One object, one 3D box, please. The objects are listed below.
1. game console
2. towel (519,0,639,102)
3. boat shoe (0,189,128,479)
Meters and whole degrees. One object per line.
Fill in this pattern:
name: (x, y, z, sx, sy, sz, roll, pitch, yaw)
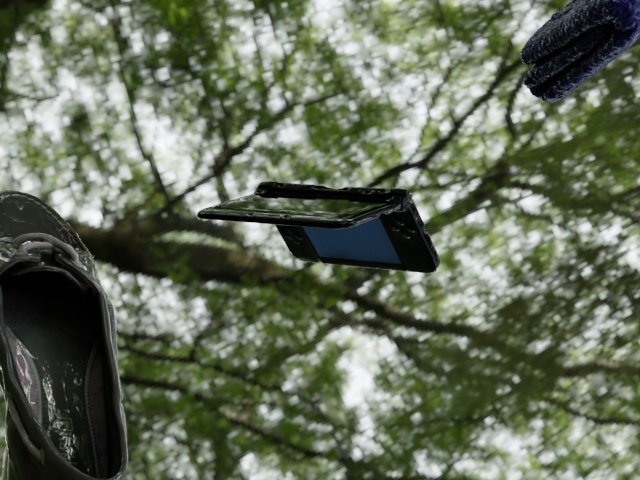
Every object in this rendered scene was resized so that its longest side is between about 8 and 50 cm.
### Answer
game console: (0.000, 0.000, 0.873, 0.122, 0.071, 0.107, 6, -41, 35)
towel: (0.351, -0.289, 1.413, 0.076, 0.308, 0.227, 46, -22, 0)
boat shoe: (-0.196, 0.073, 0.993, 0.095, 0.112, 0.335, -56, -141, 39)
